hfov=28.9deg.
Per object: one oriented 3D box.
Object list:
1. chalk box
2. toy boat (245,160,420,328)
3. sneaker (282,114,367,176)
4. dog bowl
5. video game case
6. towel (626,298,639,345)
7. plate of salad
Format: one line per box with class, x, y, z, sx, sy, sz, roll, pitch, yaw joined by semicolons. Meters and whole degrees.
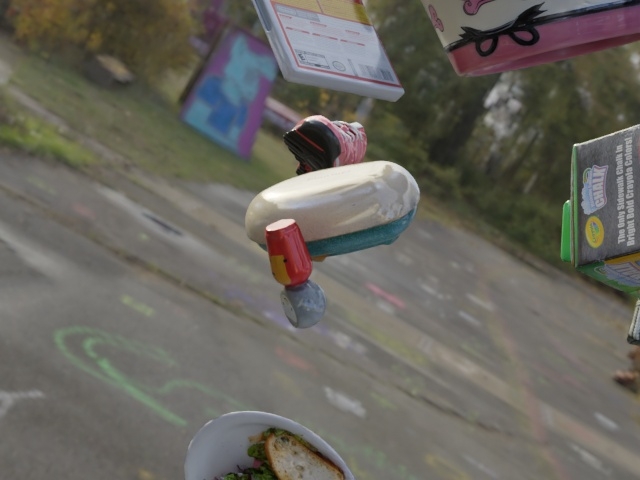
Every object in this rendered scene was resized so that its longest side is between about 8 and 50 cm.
chalk box;0.320;-0.026;1.159;0.132;0.132;0.213;21;-25;-37
toy boat;0.000;0.000;1.764;0.267;0.148;0.318;-9;19;22
sneaker;0.020;-0.177;2.236;0.116;0.136;0.314;40;-10;11
dog bowl;0.363;-0.360;1.920;0.408;0.150;0.408;-12;2;0
video game case;-0.013;-0.316;1.654;0.204;0.025;0.285;4;55;-43
towel;0.584;0.047;1.558;0.324;0.312;0.056;21;-21;14
plate of salad;-0.052;0.262;1.244;0.200;0.200;0.048;31;34;6
